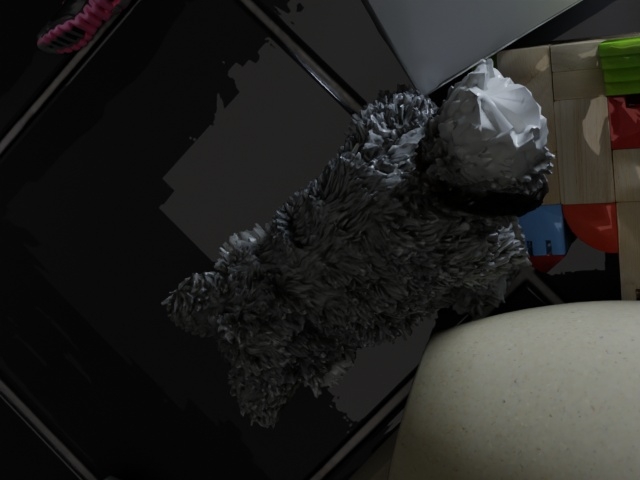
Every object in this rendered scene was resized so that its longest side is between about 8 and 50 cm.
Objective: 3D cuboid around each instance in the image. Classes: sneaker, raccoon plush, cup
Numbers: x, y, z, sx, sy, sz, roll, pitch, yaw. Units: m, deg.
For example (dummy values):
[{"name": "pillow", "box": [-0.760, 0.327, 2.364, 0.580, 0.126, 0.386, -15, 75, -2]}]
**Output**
[{"name": "sneaker", "box": [-0.256, -0.247, 1.119, 0.119, 0.047, 0.057, -35, 65, 11]}, {"name": "raccoon plush", "box": [0.000, 0.000, 0.894, 0.299, 0.446, 0.216, -34, 70, -6]}, {"name": "cup", "box": [0.192, 0.191, 0.920, 0.237, 0.331, 0.331, 14, 97, 14]}]

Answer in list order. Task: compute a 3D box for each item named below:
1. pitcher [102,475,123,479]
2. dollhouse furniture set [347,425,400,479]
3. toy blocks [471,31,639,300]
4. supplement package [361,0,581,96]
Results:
[{"name": "pitcher", "box": [-0.194, 0.354, 1.078, 0.125, 0.178, 0.207, -37, 87, 1]}, {"name": "dollhouse furniture set", "box": [0.074, 0.324, 1.081, 0.301, 0.151, 0.197, -42, 92, -18]}, {"name": "toy blocks", "box": [0.322, -0.060, 0.960, 0.382, 0.191, 0.260, -2, 103, 22]}, {"name": "supplement package", "box": [0.139, -0.296, 0.925, 0.262, 0.145, 0.204, -31, 128, 7]}]
